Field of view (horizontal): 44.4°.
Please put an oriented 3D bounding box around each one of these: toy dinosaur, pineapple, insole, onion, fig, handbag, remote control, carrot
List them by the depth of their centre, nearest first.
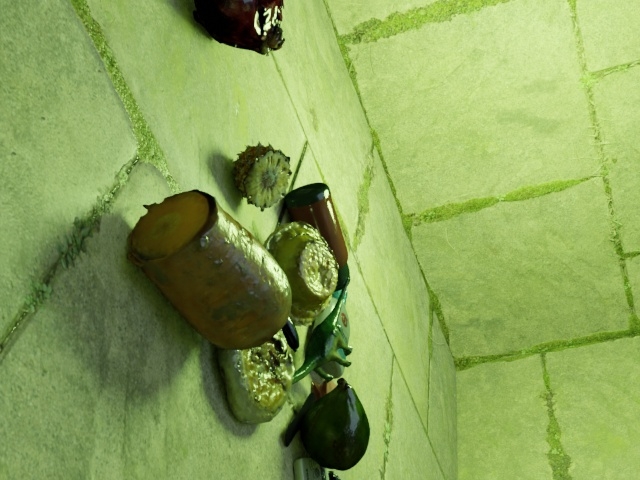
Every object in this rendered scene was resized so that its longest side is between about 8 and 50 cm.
[{"bbox_3d":[-0.204,0.068,1.567,0.224,0.224,0.341,-86,152,-44],"label":"carrot"},{"bbox_3d":[0.051,0.475,2.040,0.195,0.195,0.245,-36,148,-71],"label":"fig"},{"bbox_3d":[-0.022,0.609,2.046,0.190,0.029,0.088,32,47,-66],"label":"remote control"},{"bbox_3d":[-0.174,-0.182,2.055,0.161,0.136,0.176,-42,134,-21],"label":"pineapple"},{"bbox_3d":[-0.051,0.464,2.059,0.253,0.005,0.086,-35,133,-71],"label":"insole"},{"bbox_3d":[-0.219,-0.624,2.061,0.281,0.221,0.281,50,18,-22],"label":"onion"},{"bbox_3d":[-0.022,0.270,2.113,0.300,0.087,0.448,36,54,-47],"label":"toy dinosaur"},{"bbox_3d":[0.038,0.505,2.265,0.212,0.059,0.157,54,27,-48],"label":"handbag"}]

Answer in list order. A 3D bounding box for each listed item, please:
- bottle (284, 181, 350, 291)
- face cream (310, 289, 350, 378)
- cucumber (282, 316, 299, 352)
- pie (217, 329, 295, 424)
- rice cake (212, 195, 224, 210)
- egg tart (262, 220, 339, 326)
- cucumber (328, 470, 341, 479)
[{"bbox_3d":[0.000,0.000,2.408,0.144,0.143,0.336,-63,139,-64],"label":"bottle"},{"bbox_3d":[0.038,0.261,2.408,0.163,0.080,0.337,62,23,-28],"label":"face cream"},{"bbox_3d":[-0.125,0.158,1.994,0.284,0.056,0.056,63,19,-10],"label":"cucumber"},{"bbox_3d":[-0.149,0.265,1.829,0.339,0.077,0.339,-13,90,-74],"label":"pie"},{"bbox_3d":[-0.185,0.031,1.855,0.336,0.062,0.066,53,27,-37],"label":"rice cake"},{"bbox_3d":[-0.040,0.085,2.112,0.294,0.116,0.295,13,73,-47],"label":"egg tart"},{"bbox_3d":[0.048,0.721,2.156,0.053,0.053,0.182,-8,82,-73],"label":"cucumber"}]
